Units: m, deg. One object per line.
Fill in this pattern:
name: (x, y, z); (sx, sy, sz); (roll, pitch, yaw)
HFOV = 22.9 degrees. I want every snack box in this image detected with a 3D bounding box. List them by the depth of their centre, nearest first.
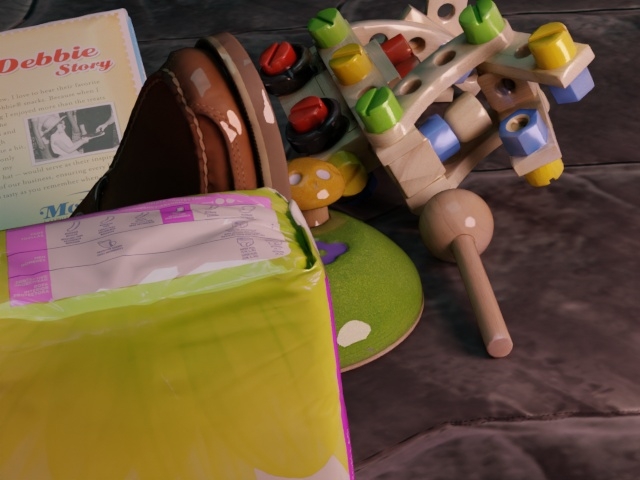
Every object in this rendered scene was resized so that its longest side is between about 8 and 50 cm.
snack box: (-0.257, -0.032, 0.977); (0.322, 0.060, 0.187); (-12, 55, -7)

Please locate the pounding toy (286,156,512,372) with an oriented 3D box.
pounding toy: (0.000, 0.000, 1.046); (0.237, 0.110, 0.183); (-6, 27, 3)

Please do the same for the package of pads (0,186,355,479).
package of pads: (-0.133, 0.106, 0.741); (0.296, 0.229, 0.101); (-11, 27, -6)

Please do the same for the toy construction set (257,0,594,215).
toy construction set: (0.076, -0.124, 1.227); (0.215, 0.151, 0.327); (-32, 19, 5)

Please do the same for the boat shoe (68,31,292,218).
boat shoe: (-0.090, 0.020, 0.851); (0.104, 0.307, 0.110); (-15, 55, -22)
